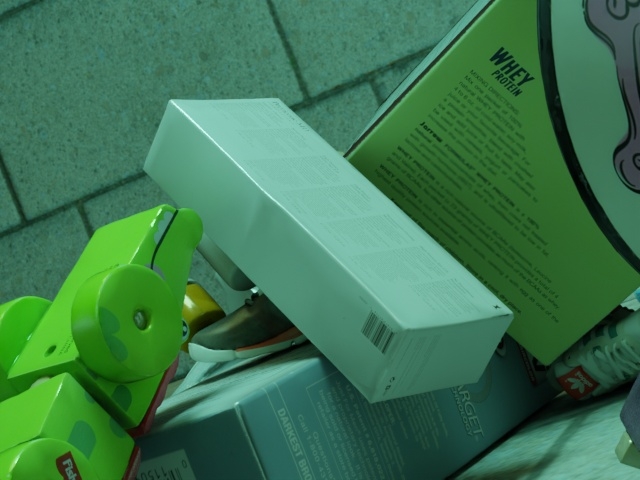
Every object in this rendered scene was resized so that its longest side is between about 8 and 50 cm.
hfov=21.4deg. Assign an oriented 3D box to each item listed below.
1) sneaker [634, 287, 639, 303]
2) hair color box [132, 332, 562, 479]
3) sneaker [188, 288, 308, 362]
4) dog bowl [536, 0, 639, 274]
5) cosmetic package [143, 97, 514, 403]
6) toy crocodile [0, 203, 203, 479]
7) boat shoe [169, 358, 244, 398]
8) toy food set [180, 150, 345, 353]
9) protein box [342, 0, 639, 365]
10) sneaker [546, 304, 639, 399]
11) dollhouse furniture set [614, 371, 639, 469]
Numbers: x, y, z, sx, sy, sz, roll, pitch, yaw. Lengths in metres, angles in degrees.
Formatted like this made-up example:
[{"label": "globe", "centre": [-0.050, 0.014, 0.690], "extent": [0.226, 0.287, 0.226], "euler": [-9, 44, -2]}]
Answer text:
[{"label": "sneaker", "centre": [0.302, 0.030, 1.398], "extent": [0.083, 0.071, 0.191], "euler": [-28, -8, 0]}, {"label": "hair color box", "centre": [-0.002, 0.124, 1.119], "extent": [0.185, 0.114, 0.374], "euler": [-21, 2, 34]}, {"label": "sneaker", "centre": [-0.018, 0.034, 1.121], "extent": [0.158, 0.065, 0.061], "euler": [-21, 2, -7]}, {"label": "dog bowl", "centre": [0.322, -0.139, 0.926], "extent": [0.408, 0.408, 0.150], "euler": [-22, 20, -28]}, {"label": "cosmetic package", "centre": [0.000, 0.000, 1.041], "extent": [0.099, 0.239, 0.060], "euler": [-7, -49, -43]}, {"label": "toy crocodile", "centre": [-0.141, 0.110, 0.915], "extent": [0.115, 0.105, 0.340], "euler": [-21, 33, 35]}, {"label": "boat shoe", "centre": [-0.094, 0.155, 1.306], "extent": [0.227, 0.079, 0.081], "euler": [-50, 5, 16]}, {"label": "toy food set", "centre": [-0.029, -0.008, 1.200], "extent": [0.232, 0.104, 0.111], "euler": [-18, -40, -34]}, {"label": "protein box", "centre": [0.157, -0.068, 1.130], "extent": [0.201, 0.200, 0.136], "euler": [-46, 5, 32]}, {"label": "sneaker", "centre": [0.201, 0.081, 1.130], "extent": [0.075, 0.057, 0.161], "euler": [-39, 6, -12]}, {"label": "dollhouse furniture set", "centre": [0.173, 0.114, 0.705], "extent": [0.081, 0.091, 0.114], "euler": [18, 18, -13]}]
